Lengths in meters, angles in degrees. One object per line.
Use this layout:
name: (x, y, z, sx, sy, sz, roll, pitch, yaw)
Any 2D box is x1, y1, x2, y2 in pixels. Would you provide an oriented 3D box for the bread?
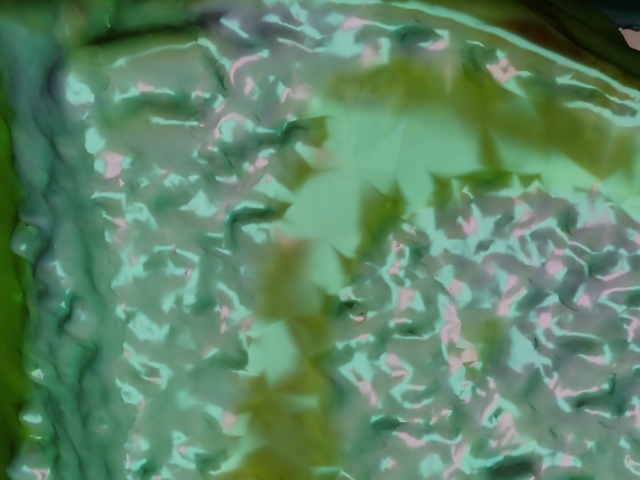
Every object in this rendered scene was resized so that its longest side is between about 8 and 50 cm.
bread: (-0.011, -0.003, 0.403, 0.261, 0.156, 0.158, 2, 112, 2)

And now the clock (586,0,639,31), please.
clock: (0.085, -0.150, 0.389, 0.215, 0.042, 0.215, -2, 121, -4)
